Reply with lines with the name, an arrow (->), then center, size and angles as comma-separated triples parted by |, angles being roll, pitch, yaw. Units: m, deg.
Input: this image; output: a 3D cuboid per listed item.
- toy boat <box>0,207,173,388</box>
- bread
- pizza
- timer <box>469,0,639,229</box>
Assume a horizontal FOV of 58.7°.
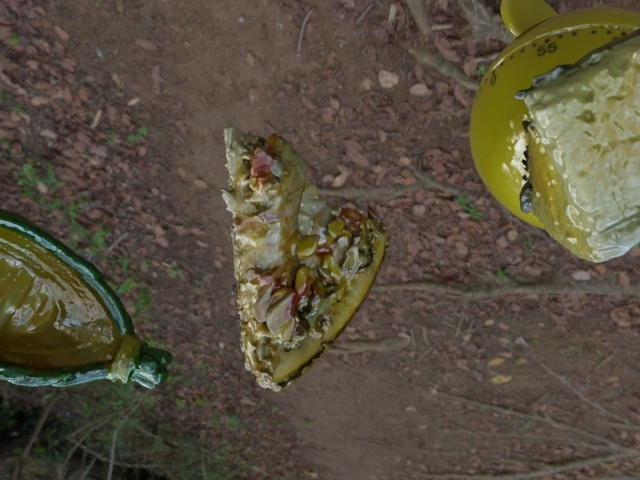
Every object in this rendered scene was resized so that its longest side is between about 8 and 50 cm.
toy boat -> -0.176, 0.030, 0.311 | 0.088, 0.088, 0.229 | 13, 158, 35
bread -> 0.305, -0.083, 0.539 | 0.204, 0.162, 0.262 | -31, 152, 9
pizza -> 0.000, 0.000, 0.658 | 0.074, 0.251, 0.287 | 8, 110, 37
timer -> 0.415, -0.205, 0.900 | 0.376, 0.386, 0.376 | 14, 143, 11
